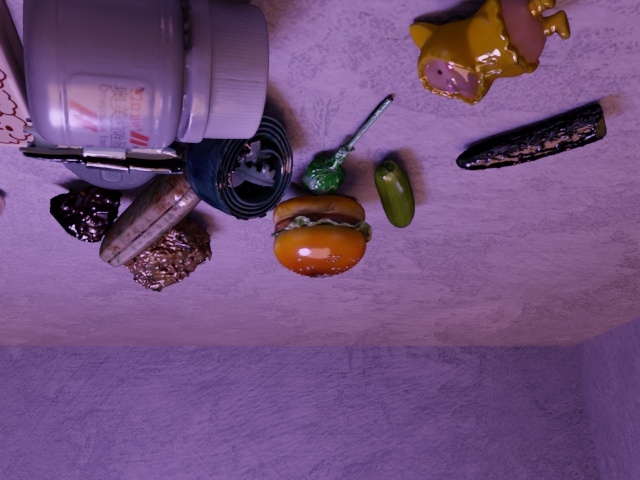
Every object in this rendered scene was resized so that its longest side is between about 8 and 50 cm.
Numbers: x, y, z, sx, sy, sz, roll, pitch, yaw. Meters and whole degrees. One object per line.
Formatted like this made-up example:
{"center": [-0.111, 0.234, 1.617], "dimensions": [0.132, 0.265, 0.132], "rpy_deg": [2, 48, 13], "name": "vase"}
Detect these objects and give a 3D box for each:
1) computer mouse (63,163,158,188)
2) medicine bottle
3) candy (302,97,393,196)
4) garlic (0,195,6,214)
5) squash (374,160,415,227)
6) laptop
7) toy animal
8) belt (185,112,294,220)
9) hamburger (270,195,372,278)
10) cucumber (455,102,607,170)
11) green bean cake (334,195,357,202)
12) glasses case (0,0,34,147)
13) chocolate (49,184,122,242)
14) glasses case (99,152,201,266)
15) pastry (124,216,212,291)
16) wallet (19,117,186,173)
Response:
{"center": [-0.409, -0.192, 1.107], "dimensions": [0.203, 0.114, 0.374], "rpy_deg": [4, 155, -12], "name": "computer mouse"}
{"center": [-0.246, -0.254, 0.808], "dimensions": [0.307, 0.244, 0.245], "rpy_deg": [-2, 158, -21], "name": "medicine bottle"}
{"center": [0.058, -0.198, 1.189], "dimensions": [0.097, 0.097, 0.323], "rpy_deg": [11, 146, -26], "name": "candy"}
{"center": [-0.872, -0.084, 1.374], "dimensions": [0.175, 0.099, 0.124], "rpy_deg": [-4, 176, 17], "name": "garlic"}
{"center": [0.183, -0.114, 1.360], "dimensions": [0.082, 0.082, 0.292], "rpy_deg": [-7, 154, 13], "name": "squash"}
{"center": [-0.165, -0.119, 1.410], "dimensions": [0.269, 0.015, 0.188], "rpy_deg": [20, 149, -40], "name": "laptop"}
{"center": [0.258, -0.306, 0.866], "dimensions": [0.230, 0.156, 0.156], "rpy_deg": [-9, 158, 43], "name": "toy animal"}
{"center": [-0.151, -0.149, 1.108], "dimensions": [0.116, 0.206, 0.267], "rpy_deg": [25, 174, 27], "name": "belt"}
{"center": [-0.002, 0.000, 1.315], "dimensions": [0.246, 0.169, 0.246], "rpy_deg": [0, 166, 0], "name": "hamburger"}
{"center": [0.437, -0.202, 1.179], "dimensions": [0.304, 0.072, 0.081], "rpy_deg": [-16, 155, 31], "name": "cucumber"}
{"center": [0.017, -0.067, 1.476], "dimensions": [0.136, 0.056, 0.135], "rpy_deg": [5, 159, -30], "name": "green bean cake"}
{"center": [-0.572, -0.278, 0.943], "dimensions": [0.144, 0.076, 0.336], "rpy_deg": [4, 156, -11], "name": "glasses case"}
{"center": [-0.543, -0.090, 1.350], "dimensions": [0.133, 0.156, 0.156], "rpy_deg": [-40, 141, 23], "name": "chocolate"}
{"center": [-0.370, -0.066, 1.254], "dimensions": [0.098, 0.156, 0.425], "rpy_deg": [39, 134, -23], "name": "glasses case"}
{"center": [-0.424, 0.038, 1.538], "dimensions": [0.275, 0.192, 0.275], "rpy_deg": [-1, 155, 0], "name": "pastry"}
{"center": [-0.360, -0.155, 0.955], "dimensions": [0.251, 0.074, 0.176], "rpy_deg": [5, -175, -17], "name": "wallet"}
